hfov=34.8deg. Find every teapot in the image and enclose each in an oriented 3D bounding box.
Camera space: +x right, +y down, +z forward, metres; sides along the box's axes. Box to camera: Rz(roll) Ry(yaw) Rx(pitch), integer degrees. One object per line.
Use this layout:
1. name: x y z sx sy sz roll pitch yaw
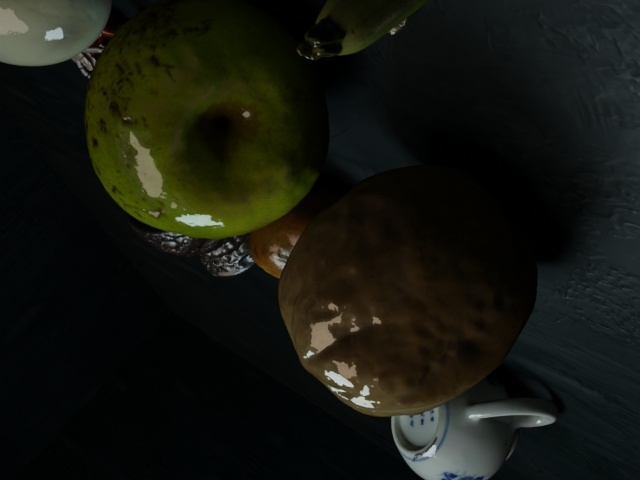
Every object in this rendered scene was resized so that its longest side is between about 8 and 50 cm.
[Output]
1. teapot: 0.293 0.367 2.040 0.280 0.252 0.424 14 154 -34

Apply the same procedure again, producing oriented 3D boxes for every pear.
1. pear: -0.172 -0.181 1.518 0.391 0.391 0.391 38 163 14

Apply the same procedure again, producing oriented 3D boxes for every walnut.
1. walnut: 0.124 0.071 1.446 0.381 0.381 0.381 38 163 14

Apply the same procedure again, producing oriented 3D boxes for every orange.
1. orange: 0.000 0.000 1.860 0.249 0.183 0.249 24 171 4

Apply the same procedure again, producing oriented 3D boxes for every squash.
1. squash: 0.052 -0.254 1.059 0.094 0.224 0.094 35 155 20

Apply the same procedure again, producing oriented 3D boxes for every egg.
1. egg: -0.504 -0.437 1.739 0.345 0.283 0.283 30 160 25

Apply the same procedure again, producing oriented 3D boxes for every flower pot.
1. flower pot: -0.238 -0.062 2.133 0.266 0.267 0.267 29 167 38

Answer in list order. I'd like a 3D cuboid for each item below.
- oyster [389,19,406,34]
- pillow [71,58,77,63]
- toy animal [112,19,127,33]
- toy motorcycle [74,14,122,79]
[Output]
1. oyster: 0.046 -0.318 1.183 0.106 0.061 0.200 25 156 48
2. pillow: -0.517 -0.436 2.111 0.181 0.078 0.134 48 156 -17
3. toy animal: -0.302 -0.298 1.885 0.121 0.093 0.225 27 132 42
4. toy motorcycle: -0.505 -0.439 1.988 0.298 0.089 0.171 38 124 1
